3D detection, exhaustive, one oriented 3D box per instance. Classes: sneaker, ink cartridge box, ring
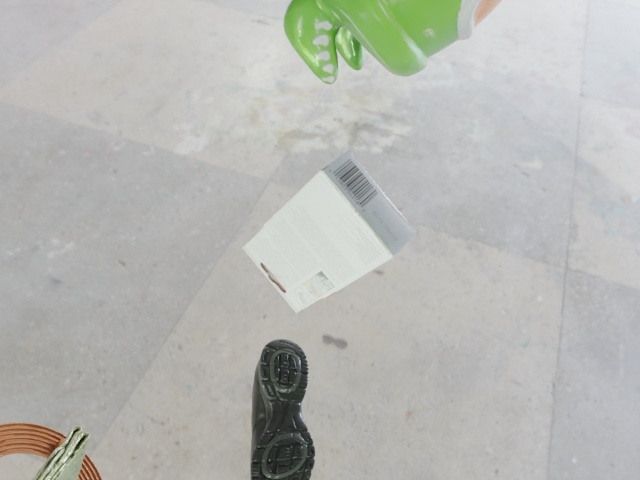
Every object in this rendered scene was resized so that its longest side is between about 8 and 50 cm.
[{"bbox_3d":[-0.074,0.323,1.084,0.108,0.130,0.287,10,67,-15],"label":"sneaker"},{"bbox_3d":[0.000,0.000,0.388,0.063,0.115,0.029,51,53,-2],"label":"ink cartridge box"},{"bbox_3d":[-0.515,0.475,1.091,0.336,0.032,0.337,38,30,-27],"label":"ring"}]

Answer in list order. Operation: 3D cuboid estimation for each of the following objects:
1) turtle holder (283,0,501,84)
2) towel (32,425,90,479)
[{"bbox_3d":[0.029,-0.289,0.441,0.320,0.227,0.243,59,20,10],"label":"turtle holder"},{"bbox_3d":[-0.304,0.286,0.693,0.027,0.148,0.110,24,28,2],"label":"towel"}]
